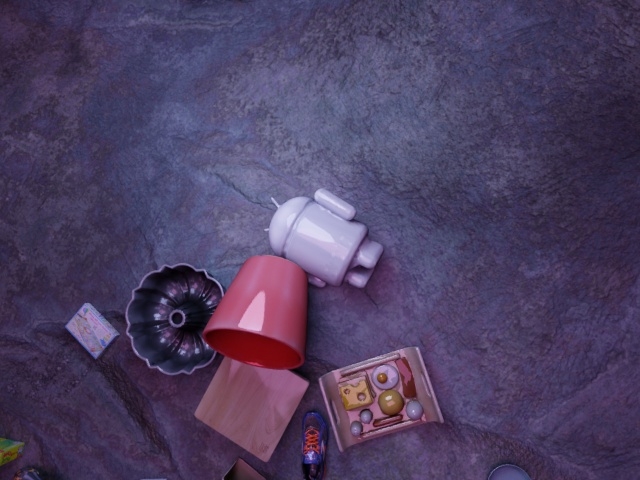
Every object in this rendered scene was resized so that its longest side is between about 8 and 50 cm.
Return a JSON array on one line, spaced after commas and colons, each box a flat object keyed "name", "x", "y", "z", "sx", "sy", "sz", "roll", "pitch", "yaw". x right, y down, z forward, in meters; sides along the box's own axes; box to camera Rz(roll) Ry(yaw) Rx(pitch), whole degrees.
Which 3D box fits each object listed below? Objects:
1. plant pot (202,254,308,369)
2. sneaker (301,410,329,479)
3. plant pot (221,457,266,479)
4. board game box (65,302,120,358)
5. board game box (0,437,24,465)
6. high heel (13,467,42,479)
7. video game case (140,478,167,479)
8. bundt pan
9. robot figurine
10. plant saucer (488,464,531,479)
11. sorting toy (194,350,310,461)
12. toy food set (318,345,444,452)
[{"name": "plant pot", "x": -0.153, "y": 0.190, "z": 1.222, "sx": 0.275, "sy": 0.275, "sz": 0.243, "roll": 8, "pitch": 57, "yaw": 9}, {"name": "sneaker", "x": -0.018, "y": 0.608, "z": 1.284, "sx": 0.083, "sy": 0.087, "sz": 0.221, "roll": -4, "pitch": 84, "yaw": 7}, {"name": "plant pot", "x": -0.242, "y": 0.732, "z": 1.300, "sx": 0.109, "sy": 0.109, "sz": 0.096, "roll": 34, "pitch": 103, "yaw": 10}, {"name": "board game box", "x": -0.743, "y": 0.294, "z": 1.448, "sx": 0.154, "sy": 0.026, "sz": 0.103, "roll": 42, "pitch": 91, "yaw": 10}, {"name": "board game box", "x": -1.068, "y": 0.669, "z": 1.425, "sx": 0.181, "sy": 0.092, "sz": 0.043, "roll": 7, "pitch": 86, "yaw": 9}, {"name": "high heel", "x": -0.909, "y": 0.859, "z": 1.408, "sx": 0.186, "sy": 0.093, "sz": 0.261, "roll": 10, "pitch": 99, "yaw": 31}, {"name": "video game case", "x": -0.514, "y": 0.802, "z": 1.375, "sx": 0.087, "sy": 0.011, "sz": 0.122, "roll": -5, "pitch": 84, "yaw": 7}, {"name": "bundt pan", "x": -0.413, "y": 0.233, "z": 1.358, "sx": 0.331, "sy": 0.124, "sz": 0.330, "roll": -1, "pitch": 85, "yaw": 7}, {"name": "robot figurine", "x": 0.000, "y": 0.000, "z": 1.281, "sx": 0.354, "sy": 0.200, "sz": 0.299, "roll": 26, "pitch": 117, "yaw": 10}, {"name": "plant saucer", "x": 0.523, "y": 0.680, "z": 1.233, "sx": 0.119, "sy": 0.021, "sz": 0.119, "roll": -1, "pitch": 84, "yaw": 7}, {"name": "sorting toy", "x": -0.195, "y": 0.462, "z": 1.322, "sx": 0.256, "sy": 0.089, "sz": 0.257, "roll": 28, "pitch": 89, "yaw": 10}, {"name": "toy food set", "x": 0.169, "y": 0.453, "z": 1.269, "sx": 0.306, "sy": 0.092, "sz": 0.219, "roll": -19, "pitch": 83, "yaw": 5}]
